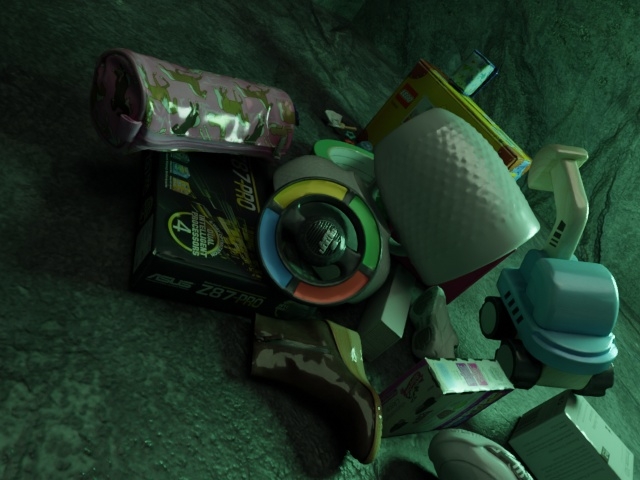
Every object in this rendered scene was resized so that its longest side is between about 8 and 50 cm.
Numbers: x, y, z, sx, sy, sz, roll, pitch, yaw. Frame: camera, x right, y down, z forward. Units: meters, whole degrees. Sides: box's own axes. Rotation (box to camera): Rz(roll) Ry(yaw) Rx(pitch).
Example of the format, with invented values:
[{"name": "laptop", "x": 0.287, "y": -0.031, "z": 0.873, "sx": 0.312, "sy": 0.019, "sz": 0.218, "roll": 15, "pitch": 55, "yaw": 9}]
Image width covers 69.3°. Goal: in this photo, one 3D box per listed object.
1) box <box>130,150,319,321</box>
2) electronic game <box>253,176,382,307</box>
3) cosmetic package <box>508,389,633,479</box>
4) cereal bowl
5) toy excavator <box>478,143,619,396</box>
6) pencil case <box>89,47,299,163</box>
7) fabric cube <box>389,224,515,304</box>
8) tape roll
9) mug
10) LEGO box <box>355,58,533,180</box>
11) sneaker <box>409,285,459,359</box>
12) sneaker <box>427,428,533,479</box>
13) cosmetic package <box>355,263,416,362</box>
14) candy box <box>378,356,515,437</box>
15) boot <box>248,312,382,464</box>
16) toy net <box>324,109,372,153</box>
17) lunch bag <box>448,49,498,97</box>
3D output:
[{"name": "box", "x": -0.180, "y": -0.045, "z": 0.887, "sx": 0.318, "sy": 0.097, "sz": 0.394, "roll": 23, "pitch": 34, "yaw": -34}, {"name": "electronic game", "x": 0.000, "y": 0.000, "z": 0.795, "sx": 0.230, "sy": 0.048, "sz": 0.229, "roll": 4, "pitch": 77, "yaw": -17}, {"name": "cosmetic package", "x": 0.546, "y": 0.455, "z": 1.010, "sx": 0.183, "sy": 0.151, "sz": 0.151, "roll": 52, "pitch": 32, "yaw": 17}, {"name": "cereal bowl", "x": 0.051, "y": -0.043, "z": 0.989, "sx": 0.338, "sy": 0.141, "sz": 0.339, "roll": 55, "pitch": 15, "yaw": -22}, {"name": "toy excavator", "x": 0.536, "y": 0.059, "z": 1.038, "sx": 0.223, "sy": 0.444, "sz": 0.432, "roll": 8, "pitch": 34, "yaw": -4}, {"name": "pencil case", "x": -0.209, "y": -0.227, "z": 0.838, "sx": 0.167, "sy": 0.159, "sz": 0.386, "roll": 19, "pitch": 16, "yaw": 34}, {"name": "fabric cube", "x": 0.369, "y": -0.029, "z": 1.326, "sx": 0.258, "sy": 0.259, "sz": 0.254, "roll": 42, "pitch": 29, "yaw": 1}, {"name": "tape roll", "x": 0.112, "y": -0.180, "z": 1.346, "sx": 0.322, "sy": 0.077, "sz": 0.321, "roll": 20, "pitch": 31, "yaw": -13}, {"name": "mug", "x": 0.244, "y": -0.092, "z": 1.063, "sx": 0.276, "sy": 0.374, "sz": 0.327, "roll": -28, "pitch": 88, "yaw": -41}, {"name": "LEGO box", "x": 0.421, "y": -0.324, "z": 1.652, "sx": 0.193, "sy": 0.372, "sz": 0.500, "roll": -4, "pitch": 53, "yaw": -51}, {"name": "sneaker", "x": 0.278, "y": 0.210, "z": 1.104, "sx": 0.115, "sy": 0.090, "sz": 0.232, "roll": 39, "pitch": 39, "yaw": -17}, {"name": "sneaker", "x": 0.281, "y": 0.477, "z": 0.694, "sx": 0.365, "sy": 0.137, "sz": 0.210, "roll": 53, "pitch": 29, "yaw": 12}, {"name": "cosmetic package", "x": 0.142, "y": 0.149, "z": 1.001, "sx": 0.060, "sy": 0.099, "sz": 0.239, "roll": 42, "pitch": 31, "yaw": -4}, {"name": "candy box", "x": 0.226, "y": 0.287, "z": 0.857, "sx": 0.234, "sy": 0.159, "sz": 0.071, "roll": 13, "pitch": 39, "yaw": -40}, {"name": "boot", "x": -0.018, "y": 0.234, "z": 0.753, "sx": 0.207, "sy": 0.090, "sz": 0.248, "roll": 12, "pitch": 41, "yaw": -21}, {"name": "toy net", "x": 0.089, "y": -0.379, "z": 1.677, "sx": 0.232, "sy": 0.045, "sz": 0.122, "roll": 43, "pitch": 48, "yaw": 8}, {"name": "lunch bag", "x": 0.533, "y": -0.567, "z": 1.597, "sx": 0.096, "sy": 0.129, "sz": 0.151, "roll": 51, "pitch": 29, "yaw": 13}]
